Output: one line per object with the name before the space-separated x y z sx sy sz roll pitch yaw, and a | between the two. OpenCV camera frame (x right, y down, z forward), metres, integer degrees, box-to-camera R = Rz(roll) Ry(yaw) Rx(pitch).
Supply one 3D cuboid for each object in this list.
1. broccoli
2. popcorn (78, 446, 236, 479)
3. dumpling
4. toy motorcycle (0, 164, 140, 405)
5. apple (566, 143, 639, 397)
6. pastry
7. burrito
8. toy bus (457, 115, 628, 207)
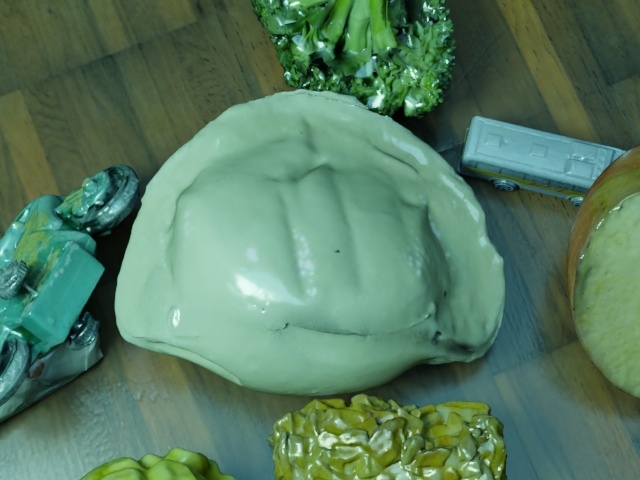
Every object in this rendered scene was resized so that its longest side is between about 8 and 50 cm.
broccoli | 0.040 -0.230 1.604 0.198 0.176 0.226 -32 40 -10
popcorn | -0.157 0.316 1.434 0.249 0.249 0.225 -5 37 0
dumpling | 0.000 0.000 1.514 0.395 0.233 0.316 6 82 -6
toy motorcycle | -0.303 0.045 1.534 0.109 0.198 0.296 44 56 -30
apple | 0.382 0.008 1.524 0.292 0.163 0.251 -12 117 2
pastry | 0.064 0.230 1.501 0.249 0.102 0.154 -1 117 7
burrito | -0.315 0.150 1.565 0.203 0.064 0.064 -36 76 -9
toy bus | 0.245 -0.083 1.608 0.190 0.075 0.064 13 74 6
